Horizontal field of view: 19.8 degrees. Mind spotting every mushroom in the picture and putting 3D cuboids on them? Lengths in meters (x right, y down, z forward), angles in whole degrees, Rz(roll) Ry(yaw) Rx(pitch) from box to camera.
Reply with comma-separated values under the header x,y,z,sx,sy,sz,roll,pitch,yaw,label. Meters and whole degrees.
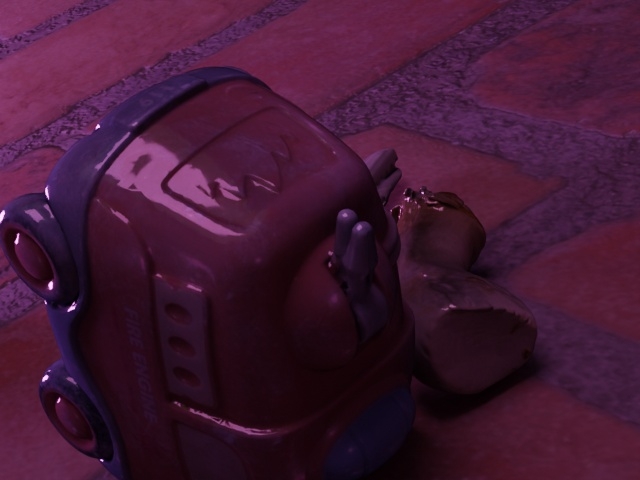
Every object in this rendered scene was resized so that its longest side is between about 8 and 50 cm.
x,y,z,sx,sy,sz,roll,pitch,yaw,label
0.085,0.033,1.286,0.092,0.081,0.223,-37,21,9,mushroom

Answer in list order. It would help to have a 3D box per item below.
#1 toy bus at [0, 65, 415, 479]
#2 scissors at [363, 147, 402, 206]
x,y,z,sx,sy,sz,roll,pitch,yaw,label
-0.046,0.045,1.151,0.232,0.294,0.197,26,47,35,toy bus
0.000,0.000,1.472,0.118,0.030,0.242,-1,35,36,scissors
